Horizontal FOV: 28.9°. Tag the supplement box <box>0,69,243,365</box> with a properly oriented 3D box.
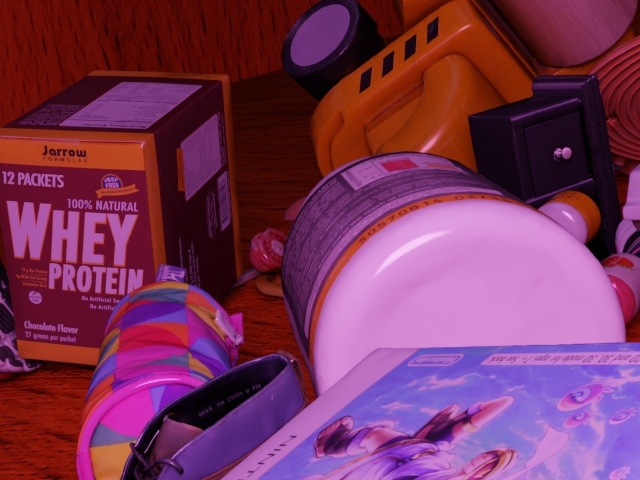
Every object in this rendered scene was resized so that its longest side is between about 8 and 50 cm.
[{"bbox_3d":[-0.160,-0.023,1.030,0.129,0.191,0.194,4,23,15],"label":"supplement box"}]

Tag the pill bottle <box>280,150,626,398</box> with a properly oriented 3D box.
[{"bbox_3d":[0.061,0.032,0.738,0.162,0.162,0.278,-13,14,-4],"label":"pill bottle"}]

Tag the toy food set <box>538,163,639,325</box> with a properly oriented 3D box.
[{"bbox_3d":[0.235,0.013,0.764,0.232,0.111,0.104,-1,16,30],"label":"toy food set"}]

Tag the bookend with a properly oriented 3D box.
[{"bbox_3d":[0.143,-0.033,0.946,0.156,0.157,0.072,-18,14,-25],"label":"bookend"}]

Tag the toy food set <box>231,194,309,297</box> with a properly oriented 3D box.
[{"bbox_3d":[0.000,0.000,1.124,0.128,0.071,0.218,-23,16,-37],"label":"toy food set"}]

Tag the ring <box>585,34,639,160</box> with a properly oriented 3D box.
[{"bbox_3d":[0.382,-0.134,1.043,0.337,0.032,0.336,1,-19,0],"label":"ring"}]

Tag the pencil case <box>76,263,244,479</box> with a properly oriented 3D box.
[{"bbox_3d":[-0.094,0.092,0.775,0.104,0.104,0.236,-13,15,-1],"label":"pencil case"}]

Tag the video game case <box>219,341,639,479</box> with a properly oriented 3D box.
[{"bbox_3d":[0.015,0.123,0.386,0.244,0.061,0.269,-38,12,-26],"label":"video game case"}]

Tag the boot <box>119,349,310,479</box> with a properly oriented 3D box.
[{"bbox_3d":[-0.085,0.131,0.576,0.219,0.106,0.082,-20,15,-30],"label":"boot"}]

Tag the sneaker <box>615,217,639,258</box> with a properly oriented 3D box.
[{"bbox_3d":[0.295,0.009,0.863,0.178,0.072,0.077,-15,23,23],"label":"sneaker"}]

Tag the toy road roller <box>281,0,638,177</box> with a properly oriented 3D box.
[{"bbox_3d":[0.143,-0.142,1.131,0.329,0.202,0.240,-35,42,17],"label":"toy road roller"}]

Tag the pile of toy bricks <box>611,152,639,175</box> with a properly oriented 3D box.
[{"bbox_3d":[0.362,-0.112,1.251,0.212,0.118,0.105,-3,31,-47],"label":"pile of toy bricks"}]

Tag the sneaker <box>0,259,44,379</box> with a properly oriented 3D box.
[{"bbox_3d":[-0.318,0.079,1.092,0.118,0.107,0.279,-35,16,-8],"label":"sneaker"}]
